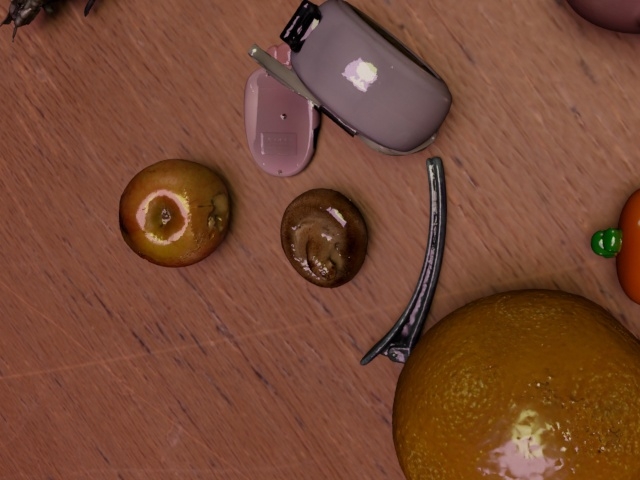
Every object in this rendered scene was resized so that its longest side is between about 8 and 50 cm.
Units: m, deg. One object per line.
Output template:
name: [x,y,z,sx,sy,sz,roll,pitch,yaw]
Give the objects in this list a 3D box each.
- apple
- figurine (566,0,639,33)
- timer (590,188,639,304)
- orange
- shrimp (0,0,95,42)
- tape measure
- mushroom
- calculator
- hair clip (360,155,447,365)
apple: [-0.191,-0.033,0.760,0.146,0.146,0.146,4,102,19]
figurine: [0.290,-0.266,0.518,0.173,0.173,0.173,4,102,19]
timer: [0.343,0.006,0.598,0.136,0.099,0.136,0,91,28]
orange: [0.208,0.181,0.590,0.274,0.274,0.274,4,102,19]
shrimp: [-0.291,-0.408,0.712,0.410,0.166,0.221,-41,84,10]
tape measure: [0.043,-0.170,0.620,0.196,0.178,0.105,44,112,7]
mushroom: [0.006,-0.002,0.721,0.109,0.085,0.126,48,131,36]
calculator: [-0.049,-0.162,0.738,0.103,0.024,0.166,4,103,19]
hair clip: [0.121,0.037,0.715,0.083,0.048,0.275,17,101,17]
